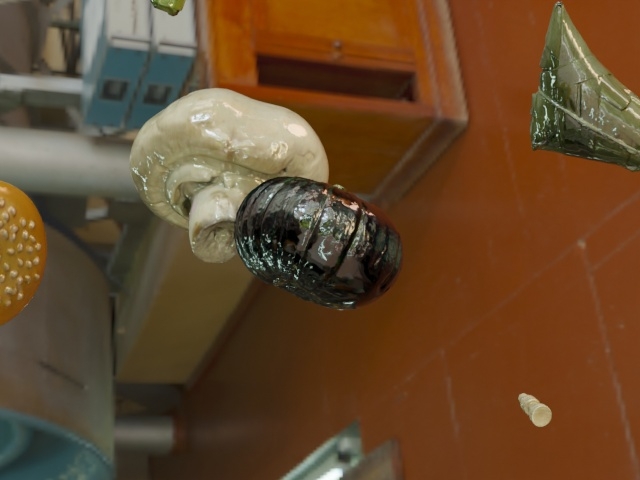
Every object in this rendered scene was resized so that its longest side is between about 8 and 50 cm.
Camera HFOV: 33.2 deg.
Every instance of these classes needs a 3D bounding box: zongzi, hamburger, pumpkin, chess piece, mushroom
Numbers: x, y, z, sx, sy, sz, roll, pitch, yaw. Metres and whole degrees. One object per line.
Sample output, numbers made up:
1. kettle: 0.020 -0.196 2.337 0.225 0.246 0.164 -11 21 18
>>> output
1. zongzi: 0.253 -0.121 0.877 0.062 0.154 0.130 -55 -25 -54
2. hamburger: -0.345 0.010 1.039 0.115 0.162 0.162 6 93 33
3. pumpkin: 0.000 0.000 1.245 0.140 0.202 0.202 -66 19 -10
4. chess piece: 0.342 0.269 1.740 0.092 0.035 0.035 -129 46 -75
5. mushroom: -0.123 -0.068 1.417 0.260 0.254 0.234 -10 48 25

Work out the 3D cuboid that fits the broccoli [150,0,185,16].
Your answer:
1. broccoli: -0.105 -0.200 0.747 0.097 0.095 0.092 -152 70 -88
